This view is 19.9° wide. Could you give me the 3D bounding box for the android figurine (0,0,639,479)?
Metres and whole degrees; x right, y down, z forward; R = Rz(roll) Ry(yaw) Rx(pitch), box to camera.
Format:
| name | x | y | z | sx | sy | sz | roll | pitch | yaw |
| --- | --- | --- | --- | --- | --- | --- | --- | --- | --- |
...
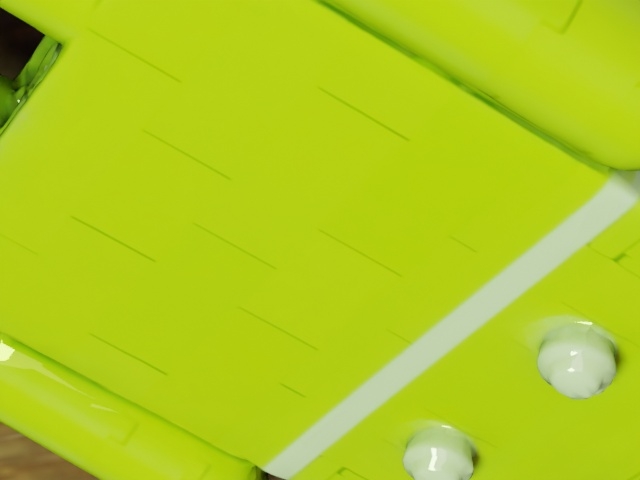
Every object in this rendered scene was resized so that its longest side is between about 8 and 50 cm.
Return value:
| name | x | y | z | sx | sy | sz | roll | pitch | yaw |
| --- | --- | --- | --- | --- | --- | --- | --- | --- | --- |
| android figurine | 0.000 | 0.000 | 0.470 | 0.273 | 0.056 | 0.248 | 32 | 137 | -16 |
